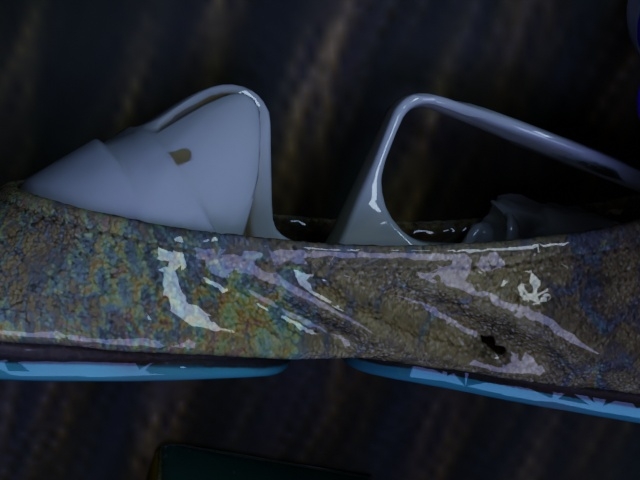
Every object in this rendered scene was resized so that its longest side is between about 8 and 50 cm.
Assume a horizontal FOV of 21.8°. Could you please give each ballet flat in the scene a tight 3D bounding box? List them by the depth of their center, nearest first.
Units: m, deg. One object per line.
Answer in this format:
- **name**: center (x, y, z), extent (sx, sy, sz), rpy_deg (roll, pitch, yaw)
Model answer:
- **ballet flat**: center (0.000, 0.000, 0.603), extent (0.348, 0.123, 0.123), rpy_deg (5, 118, -8)

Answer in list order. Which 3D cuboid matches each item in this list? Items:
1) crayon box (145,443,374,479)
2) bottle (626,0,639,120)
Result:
- **crayon box**: center (-0.056, 0.320, 0.650), extent (0.106, 0.313, 0.363), rpy_deg (11, 118, -12)
- **bottle**: center (0.159, -0.021, 0.499), extent (0.092, 0.283, 0.118), rpy_deg (24, 113, -18)
